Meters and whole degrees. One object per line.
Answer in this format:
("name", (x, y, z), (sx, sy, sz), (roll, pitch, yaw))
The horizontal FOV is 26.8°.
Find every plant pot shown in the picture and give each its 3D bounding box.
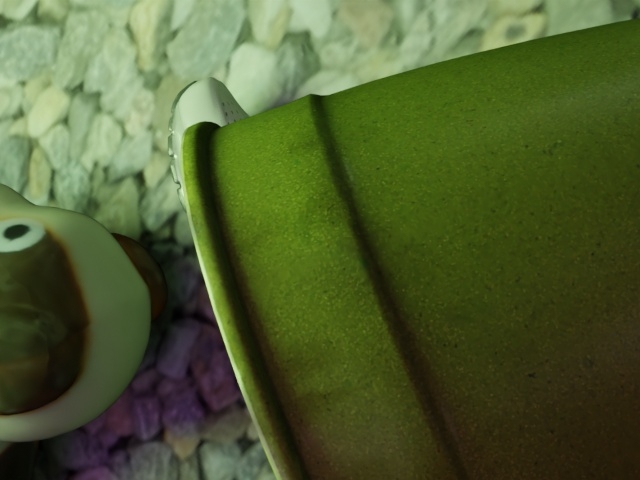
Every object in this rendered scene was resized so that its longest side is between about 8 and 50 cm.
("plant pot", (0.163, 0.034, 0.727), (0.353, 0.366, 0.366), (-23, 88, 7))

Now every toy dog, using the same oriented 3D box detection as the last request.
("toy dog", (-0.309, 0.127, 1.067), (0.408, 0.284, 0.395), (-45, 78, 27))

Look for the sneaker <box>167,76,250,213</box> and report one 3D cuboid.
("sneaker", (0.000, 0.000, 0.976), (0.129, 0.111, 0.297), (-35, 89, 19))
